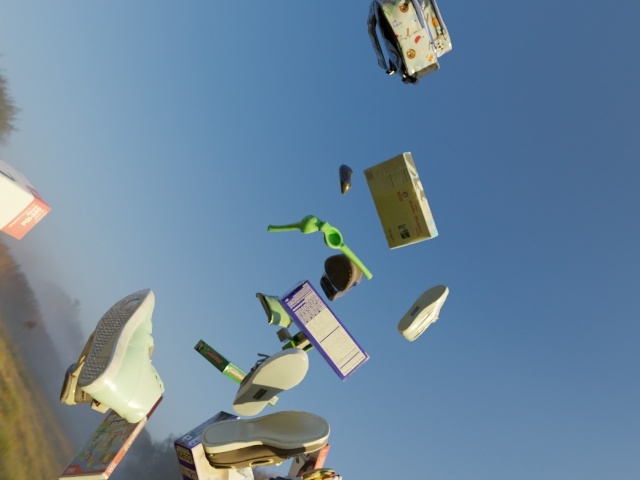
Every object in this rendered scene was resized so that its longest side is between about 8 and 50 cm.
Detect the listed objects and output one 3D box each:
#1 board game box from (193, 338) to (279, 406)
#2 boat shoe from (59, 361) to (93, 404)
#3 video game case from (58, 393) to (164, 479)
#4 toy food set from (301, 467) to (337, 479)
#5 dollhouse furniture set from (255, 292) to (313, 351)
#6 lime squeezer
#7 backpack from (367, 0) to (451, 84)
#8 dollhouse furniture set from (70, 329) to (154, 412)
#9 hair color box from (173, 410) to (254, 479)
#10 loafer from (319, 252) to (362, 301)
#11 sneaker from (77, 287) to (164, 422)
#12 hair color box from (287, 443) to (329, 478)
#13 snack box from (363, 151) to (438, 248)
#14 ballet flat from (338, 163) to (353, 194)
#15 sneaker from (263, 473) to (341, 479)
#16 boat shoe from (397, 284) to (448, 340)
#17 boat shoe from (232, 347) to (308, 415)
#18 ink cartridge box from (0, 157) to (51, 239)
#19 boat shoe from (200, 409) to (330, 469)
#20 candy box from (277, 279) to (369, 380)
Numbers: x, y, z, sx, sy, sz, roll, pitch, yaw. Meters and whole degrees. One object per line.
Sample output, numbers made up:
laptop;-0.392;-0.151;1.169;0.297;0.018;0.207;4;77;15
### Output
board game box;-0.314;0.502;1.672;0.213;0.046;0.317;20;-24;45
boat shoe;-0.614;0.400;1.291;0.355;0.130;0.133;167;-66;-85
video game case;-0.629;0.592;1.353;0.203;0.285;0.025;-18;-67;25
toy food set;-0.004;0.548;1.033;0.083;0.082;0.020;102;-16;-49
dollhouse furniture set;-0.125;0.330;1.933;0.302;0.151;0.197;59;9;24
lime squeezer;0.000;0.000;1.137;0.310;0.059;0.110;25;-59;12
backpack;0.266;-0.646;1.369;0.263;0.213;0.277;51;11;-27
dollhouse furniture set;-0.489;0.302;0.988;0.129;0.129;0.183;37;-71;-24
hair color box;-0.316;0.739;1.385;0.110;0.185;0.340;-6;-81;42
loafer;0.088;0.118;1.648;0.134;0.130;0.366;60;-19;10
sneaker;-0.349;0.214;0.838;0.094;0.256;0.151;-19;-58;10
hair color box;-0.043;0.750;1.502;0.093;0.053;0.168;20;-88;37
snack box;0.296;-0.144;1.655;0.187;0.060;0.322;-18;-88;41
ballet flat;0.089;-0.236;1.669;0.057;0.173;0.049;20;-53;-9
sneaker;-0.065;0.762;1.316;0.110;0.291;0.119;-28;-125;56
boat shoe;0.361;0.250;1.526;0.081;0.227;0.079;50;-10;-27
boat shoe;-0.135;0.363;1.212;0.113;0.105;0.306;26;-56;-17
ink cartridge box;-0.641;-0.119;0.821;0.158;0.092;0.218;38;-10;26
boat shoe;-0.135;0.514;1.126;0.117;0.323;0.097;-98;-178;-69
candy box;-0.001;0.288;1.484;0.317;0.122;0.268;52;-10;0
